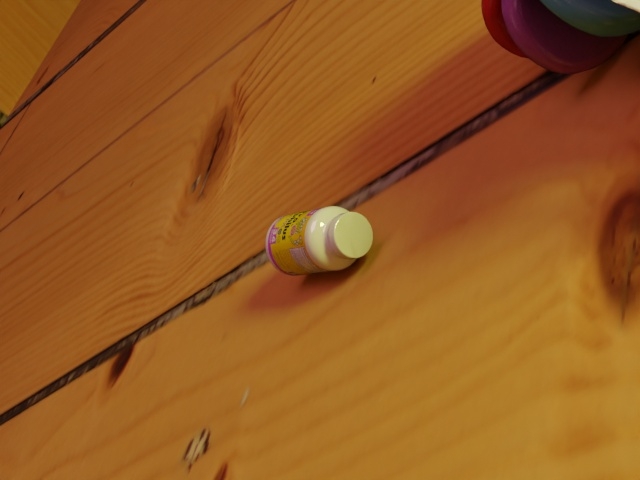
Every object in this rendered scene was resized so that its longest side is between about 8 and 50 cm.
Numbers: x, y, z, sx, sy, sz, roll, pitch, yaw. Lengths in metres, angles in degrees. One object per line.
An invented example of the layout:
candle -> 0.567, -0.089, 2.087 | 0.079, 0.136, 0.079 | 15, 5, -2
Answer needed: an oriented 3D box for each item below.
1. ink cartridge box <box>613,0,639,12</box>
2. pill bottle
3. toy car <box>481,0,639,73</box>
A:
ink cartridge box -> 0.226, -0.189, 0.638 | 0.189, 0.066, 0.232 | 35, 87, 37
pill bottle -> 0.000, 0.000, 0.879 | 0.083, 0.043, 0.043 | -10, 44, 57
toy car -> 0.147, -0.170, 0.781 | 0.182, 0.159, 0.136 | -138, 53, -69
